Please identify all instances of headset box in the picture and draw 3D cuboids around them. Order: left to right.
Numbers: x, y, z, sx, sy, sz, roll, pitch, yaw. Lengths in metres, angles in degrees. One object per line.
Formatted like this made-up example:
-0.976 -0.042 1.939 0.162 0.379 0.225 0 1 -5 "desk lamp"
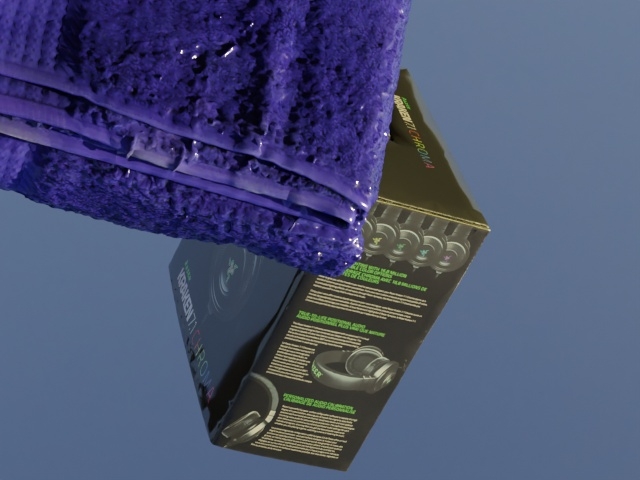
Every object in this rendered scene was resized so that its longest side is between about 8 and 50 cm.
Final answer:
0.000 0.000 1.388 0.131 0.283 0.246 14 -148 -25 "headset box"

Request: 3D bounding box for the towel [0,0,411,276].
-0.099 -0.125 0.728 0.308 0.076 0.227 16 -103 -20 "towel"
